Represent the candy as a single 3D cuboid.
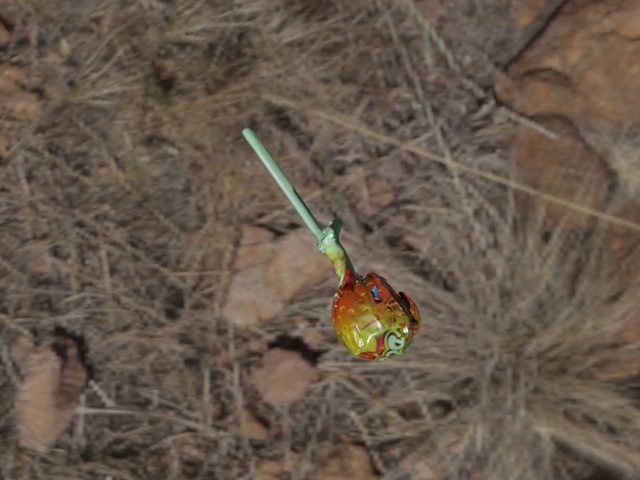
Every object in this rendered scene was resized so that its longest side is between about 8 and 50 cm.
[{"bbox_3d":[0.000,0.000,0.982,0.060,0.060,0.201,-28,81,-34],"label":"candy"}]
